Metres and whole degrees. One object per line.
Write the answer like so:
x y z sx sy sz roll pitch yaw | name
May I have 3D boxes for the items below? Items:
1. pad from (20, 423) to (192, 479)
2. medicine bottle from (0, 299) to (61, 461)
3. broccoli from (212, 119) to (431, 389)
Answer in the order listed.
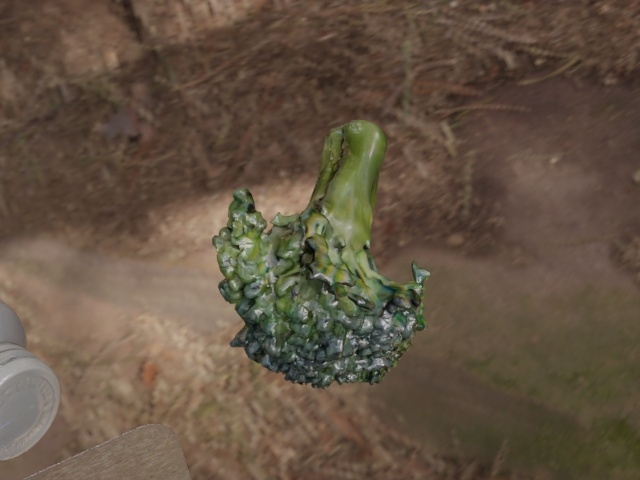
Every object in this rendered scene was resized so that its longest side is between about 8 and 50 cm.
-0.226 0.262 1.364 0.002 0.266 0.176 49 158 51 | pad
-0.325 0.098 1.406 0.215 0.135 0.135 30 118 34 | medicine bottle
-0.017 0.001 1.494 0.177 0.198 0.275 -48 43 49 | broccoli
